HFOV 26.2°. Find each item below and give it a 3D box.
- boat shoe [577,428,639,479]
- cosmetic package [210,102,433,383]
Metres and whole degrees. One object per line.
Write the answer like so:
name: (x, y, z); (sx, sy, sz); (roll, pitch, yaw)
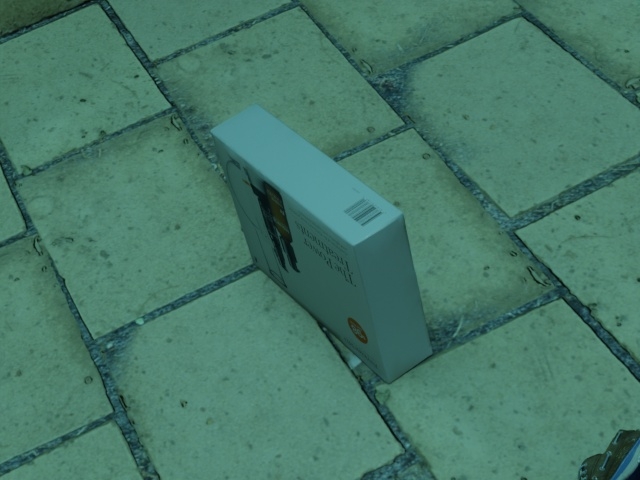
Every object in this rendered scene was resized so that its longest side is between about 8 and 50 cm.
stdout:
boat shoe: (0.367, 0.309, 1.758); (0.066, 0.066, 0.183); (17, 41, 37)
cosmetic package: (0.000, 0.000, 2.038); (0.097, 0.284, 0.377); (-34, 44, -17)
